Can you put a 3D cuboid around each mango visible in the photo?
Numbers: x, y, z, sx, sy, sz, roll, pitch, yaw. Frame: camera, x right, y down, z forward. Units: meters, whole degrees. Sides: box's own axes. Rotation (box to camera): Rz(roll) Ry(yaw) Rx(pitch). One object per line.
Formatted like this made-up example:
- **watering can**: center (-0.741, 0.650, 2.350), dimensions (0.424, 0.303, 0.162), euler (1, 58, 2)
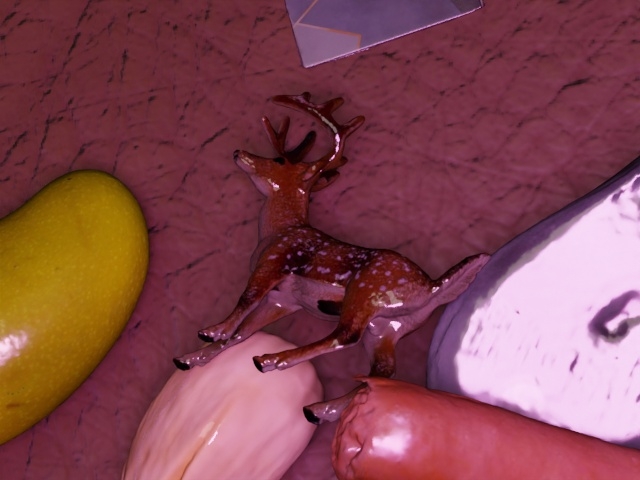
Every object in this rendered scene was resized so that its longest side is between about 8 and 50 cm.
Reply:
- **mango**: center (-0.258, 0.063, 1.330), dimensions (0.293, 0.143, 0.175), euler (-41, 66, -10)

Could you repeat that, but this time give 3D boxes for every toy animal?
- **toy animal**: center (0.001, 0.013, 1.247), dimensions (0.243, 0.087, 0.260), euler (27, 55, 26)

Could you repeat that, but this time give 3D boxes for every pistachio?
- **pistachio**: center (-0.085, 0.155, 1.262), dimensions (0.117, 0.145, 0.200), euler (41, 90, 17)

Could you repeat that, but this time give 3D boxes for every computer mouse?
- **computer mouse**: center (0.245, 0.039, 1.222), dimensions (0.371, 0.122, 0.188), euler (-39, 86, 9)

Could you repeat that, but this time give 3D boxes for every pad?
- **pad**: center (0.030, -0.281, 1.412), dimensions (0.163, 0.004, 0.243), euler (-18, 74, 8)

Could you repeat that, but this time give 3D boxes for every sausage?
- **sausage**: center (0.211, 0.184, 1.131), dimensions (0.419, 0.094, 0.094), euler (16, 106, -8)
